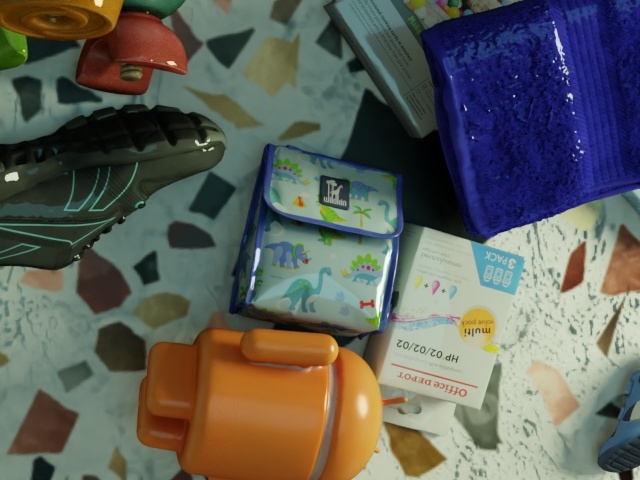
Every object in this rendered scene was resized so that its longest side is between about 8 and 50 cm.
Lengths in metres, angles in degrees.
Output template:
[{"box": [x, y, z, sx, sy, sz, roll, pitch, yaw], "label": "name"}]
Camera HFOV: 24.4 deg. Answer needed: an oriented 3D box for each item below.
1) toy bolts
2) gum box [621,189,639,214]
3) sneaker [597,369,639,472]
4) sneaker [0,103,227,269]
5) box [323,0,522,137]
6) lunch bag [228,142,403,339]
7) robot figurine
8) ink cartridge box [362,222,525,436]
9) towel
[{"box": [-0.193, -0.222, 1.162, 0.229, 0.218, 0.158, 10, 77, -39], "label": "toy bolts"}, {"box": [0.326, -0.110, 1.379, 0.184, 0.041, 0.157, 44, 85, -14], "label": "gum box"}, {"box": [0.311, 0.159, 1.398, 0.144, 0.059, 0.053, -48, 136, 10], "label": "sneaker"}, {"box": [-0.206, -0.041, 1.234, 0.267, 0.101, 0.106, -14, 118, -12], "label": "sneaker"}, {"box": [0.119, -0.202, 1.319, 0.186, 0.038, 0.145, -37, 104, -10], "label": "box"}, {"box": [0.000, 0.000, 1.283, 0.129, 0.096, 0.151, 13, 78, -13], "label": "lunch bag"}, {"box": [-0.043, 0.145, 1.262, 0.219, 0.128, 0.158, 9, 95, -11], "label": "robot figurine"}, {"box": [0.103, 0.085, 1.329, 0.104, 0.061, 0.181, 16, 91, -15], "label": "ink cartridge box"}, {"box": [0.251, -0.121, 1.252, 0.308, 0.076, 0.227, -18, 132, 1], "label": "towel"}]
